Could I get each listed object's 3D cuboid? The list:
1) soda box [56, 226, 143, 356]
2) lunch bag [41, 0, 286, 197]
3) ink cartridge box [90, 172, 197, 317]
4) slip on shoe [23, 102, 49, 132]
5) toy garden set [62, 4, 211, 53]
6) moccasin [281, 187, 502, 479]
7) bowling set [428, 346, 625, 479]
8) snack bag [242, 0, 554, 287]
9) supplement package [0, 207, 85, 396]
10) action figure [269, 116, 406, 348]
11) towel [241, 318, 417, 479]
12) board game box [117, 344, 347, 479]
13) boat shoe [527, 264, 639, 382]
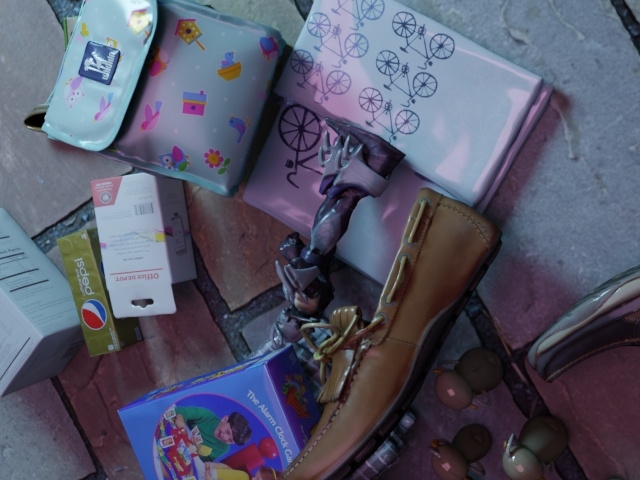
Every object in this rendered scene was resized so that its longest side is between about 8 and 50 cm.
[{"bbox_3d":[-0.322,0.073,1.498,0.061,0.058,0.181,-15,91,28],"label":"soda box"},{"bbox_3d":[-0.198,-0.195,1.286,0.262,0.160,0.223,19,96,-3],"label":"lunch bag"},{"bbox_3d":[-0.245,0.005,1.444,0.115,0.067,0.198,-6,94,28],"label":"ink cartridge box"},{"bbox_3d":[-0.376,-0.173,1.476,0.135,0.041,0.051,14,123,38],"label":"slip on shoe"},{"bbox_3d":[-0.261,-0.217,1.426,0.244,0.049,0.203,1,98,27],"label":"toy garden set"},{"bbox_3d":[0.061,0.113,1.171,0.147,0.139,0.380,30,87,8],"label":"moccasin"},{"bbox_3d":[0.210,0.288,1.212,0.287,0.154,0.200,42,114,15],"label":"bowling set"},{"bbox_3d":[0.071,-0.119,1.284,0.323,0.037,0.342,33,111,18],"label":"snack bag"},{"bbox_3d":[-0.476,0.087,1.535,0.244,0.134,0.139,46,115,13],"label":"supplement package"},{"bbox_3d":[0.000,0.000,1.236,0.099,0.185,0.285,22,95,-7],"label":"action figure"},{"bbox_3d":[-0.042,0.259,1.353,0.235,0.121,0.283,48,115,11],"label":"towel"},{"bbox_3d":[-0.081,0.331,1.279,0.233,0.078,0.347,-20,92,27],"label":"board game box"},{"bbox_3d":[0.387,0.076,1.103,0.355,0.132,0.130,-36,82,28],"label":"boat shoe"}]
